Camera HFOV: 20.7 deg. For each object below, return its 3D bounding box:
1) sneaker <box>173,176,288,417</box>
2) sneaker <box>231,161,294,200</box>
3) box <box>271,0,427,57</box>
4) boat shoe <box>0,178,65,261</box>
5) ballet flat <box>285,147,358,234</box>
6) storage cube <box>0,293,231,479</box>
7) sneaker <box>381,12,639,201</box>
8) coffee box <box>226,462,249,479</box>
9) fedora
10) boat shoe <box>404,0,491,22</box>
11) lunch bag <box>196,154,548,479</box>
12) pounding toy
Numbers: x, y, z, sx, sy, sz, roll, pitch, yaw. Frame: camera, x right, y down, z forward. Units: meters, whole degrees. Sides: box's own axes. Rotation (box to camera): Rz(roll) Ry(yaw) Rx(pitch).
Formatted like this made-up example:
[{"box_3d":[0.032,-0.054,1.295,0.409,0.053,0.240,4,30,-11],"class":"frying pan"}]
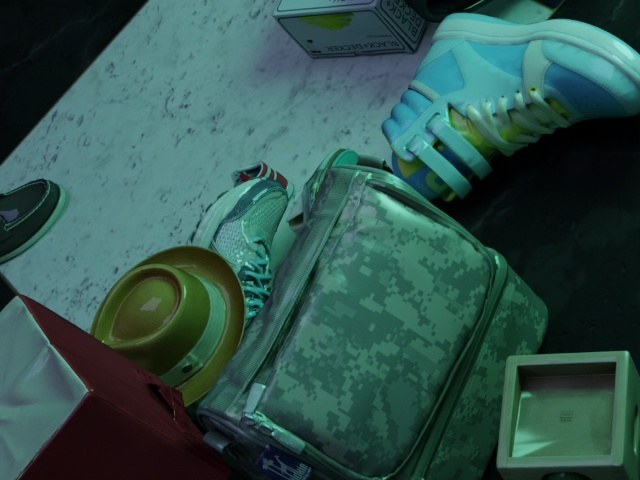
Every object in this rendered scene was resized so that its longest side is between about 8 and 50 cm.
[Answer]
[{"box_3d":[-0.088,0.068,1.894,0.122,0.110,0.283,18,78,34],"class":"sneaker"},{"box_3d":[-0.089,-0.036,1.986,0.118,0.067,0.042,-51,40,-5],"class":"sneaker"},{"box_3d":[0.077,-0.360,2.090,0.169,0.087,0.290,3,61,42],"class":"box"},{"box_3d":[-0.431,-0.013,2.260,0.227,0.068,0.081,-34,42,14],"class":"boat shoe"},{"box_3d":[0.000,0.000,1.881,0.079,0.077,0.222,-24,48,35],"class":"ballet flat"},{"box_3d":[-0.238,0.196,1.616,0.215,0.193,0.183,-50,42,4],"class":"storage cube"},{"box_3d":[0.189,-0.115,1.771,0.208,0.127,0.319,-55,31,-13],"class":"sneaker"},{"box_3d":[-0.158,0.251,1.757,0.246,0.141,0.098,19,72,48],"class":"coffee box"},{"box_3d":[-0.173,0.084,1.818,0.194,0.079,0.194,-10,65,23],"class":"fedora"},{"box_3d":[0.280,-0.392,1.868,0.500,0.187,0.156,-29,56,10],"class":"boat shoe"},{"box_3d":[0.037,0.108,1.616,0.212,0.256,0.305,10,65,45],"class":"lunch bag"},{"box_3d":[0.213,0.184,1.542,0.130,0.100,0.141,-4,57,21],"class":"pounding toy"}]
